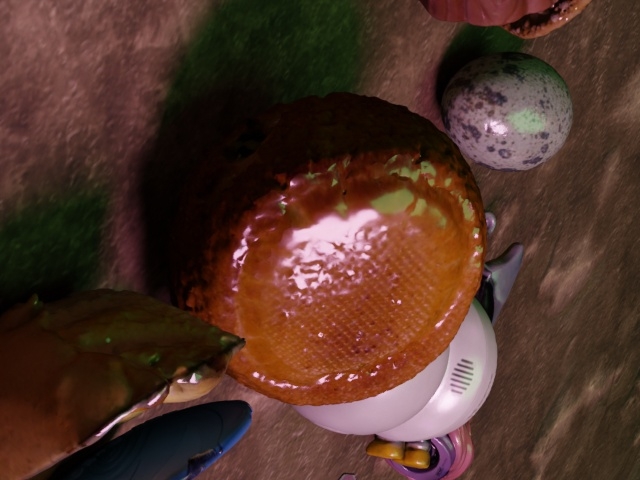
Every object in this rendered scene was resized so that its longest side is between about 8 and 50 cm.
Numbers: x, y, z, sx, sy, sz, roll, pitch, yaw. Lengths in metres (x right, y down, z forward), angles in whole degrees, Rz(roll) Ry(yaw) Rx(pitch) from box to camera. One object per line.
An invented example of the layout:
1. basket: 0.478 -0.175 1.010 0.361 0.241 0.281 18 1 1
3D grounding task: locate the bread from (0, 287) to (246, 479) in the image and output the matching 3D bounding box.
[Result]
1. bread: -0.195 0.103 1.163 0.252 0.133 0.174 -32 174 38

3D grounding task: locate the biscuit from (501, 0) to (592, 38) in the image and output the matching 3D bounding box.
1. biscuit: 0.232 -0.305 1.478 0.033 0.220 0.220 13 103 -30

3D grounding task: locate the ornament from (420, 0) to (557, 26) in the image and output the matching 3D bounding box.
1. ornament: 0.145 -0.322 1.333 0.221 0.235 0.217 -28 144 -11

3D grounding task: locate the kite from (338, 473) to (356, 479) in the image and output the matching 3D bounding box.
1. kite: 0.034 0.432 1.925 0.204 0.022 0.360 -57 147 -13

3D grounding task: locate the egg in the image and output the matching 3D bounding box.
1. egg: 0.201 -0.142 1.626 0.172 0.132 0.132 5 108 -48

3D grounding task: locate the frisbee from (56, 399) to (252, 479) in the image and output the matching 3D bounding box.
1. frisbee: -0.168 0.190 1.240 0.242 0.242 0.045 -33 98 -43

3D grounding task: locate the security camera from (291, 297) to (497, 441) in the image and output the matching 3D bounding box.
1. security camera: 0.057 0.112 1.536 0.236 0.194 0.194 14 101 -59

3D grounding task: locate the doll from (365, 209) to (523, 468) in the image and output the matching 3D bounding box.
1. doll: 0.144 0.114 1.750 0.145 0.103 0.316 21 85 -18

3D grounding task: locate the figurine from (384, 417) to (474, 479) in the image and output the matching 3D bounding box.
1. figurine: 0.150 0.240 1.865 0.157 0.114 0.126 -32 148 -46

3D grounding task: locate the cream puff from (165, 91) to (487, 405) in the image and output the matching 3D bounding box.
1. cream puff: 0.000 0.000 1.308 0.303 0.212 0.303 -12 129 -15
